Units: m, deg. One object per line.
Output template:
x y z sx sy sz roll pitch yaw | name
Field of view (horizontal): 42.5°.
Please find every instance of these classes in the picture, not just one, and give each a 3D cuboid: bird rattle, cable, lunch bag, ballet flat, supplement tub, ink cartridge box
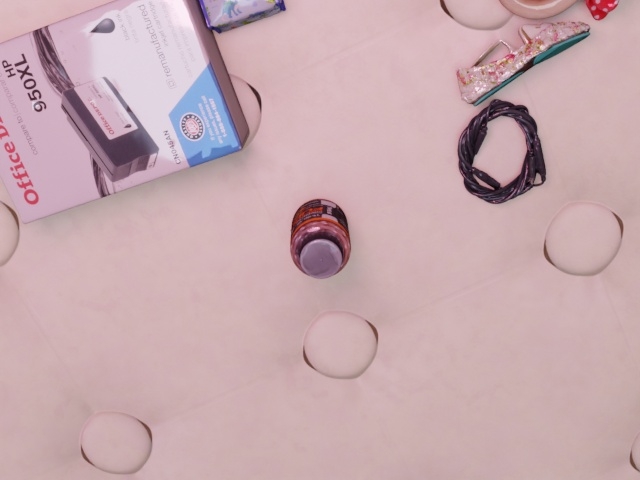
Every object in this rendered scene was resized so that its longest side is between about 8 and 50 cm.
0.382 -0.454 1.343 0.207 0.143 0.253 -31 120 22 | bird rattle
0.316 -0.160 1.460 0.150 0.047 0.184 -15 111 9 | cable
-0.140 -0.432 1.339 0.128 0.096 0.151 -16 94 7 | lunch bag
0.334 -0.317 1.386 0.241 0.091 0.077 -31 86 6 | ballet flat
0.000 0.000 1.424 0.106 0.198 0.106 0 108 -1 | supplement tub
-0.353 -0.231 1.360 0.395 0.166 0.285 -19 107 6 | ink cartridge box
